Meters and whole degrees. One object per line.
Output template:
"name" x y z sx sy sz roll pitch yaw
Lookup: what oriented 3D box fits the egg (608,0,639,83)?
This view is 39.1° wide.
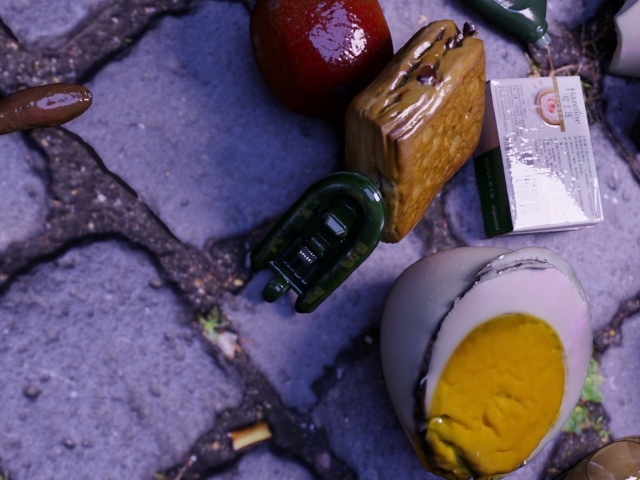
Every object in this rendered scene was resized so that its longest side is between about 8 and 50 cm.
"egg" 0.490 -0.360 1.214 0.206 0.162 0.271 6 81 -14

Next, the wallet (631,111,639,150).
"wallet" 0.603 -0.278 1.205 0.406 0.228 0.062 -35 81 -18

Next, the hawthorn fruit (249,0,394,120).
"hawthorn fruit" 0.003 -0.215 1.053 0.168 0.169 0.188 -16 91 -18

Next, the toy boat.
"toy boat" 0.000 0.000 1.015 0.104 0.210 0.052 47 36 4

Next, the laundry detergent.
"laundry detergent" 0.242 -0.348 1.192 0.137 0.063 0.211 -42 95 -24

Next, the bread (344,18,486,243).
"bread" 0.105 -0.127 1.039 0.099 0.235 0.210 31 67 20

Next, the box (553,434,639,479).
"box" 0.361 0.307 1.113 0.177 0.111 0.111 -26 90 -19

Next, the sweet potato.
"sweet potato" -0.359 -0.141 0.993 0.214 0.050 0.050 -11 85 -14

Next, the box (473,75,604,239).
"box" 0.273 -0.107 1.158 0.135 0.081 0.199 -5 85 -18

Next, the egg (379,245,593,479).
"egg" 0.177 0.132 1.055 0.264 0.174 0.287 -33 118 -19
